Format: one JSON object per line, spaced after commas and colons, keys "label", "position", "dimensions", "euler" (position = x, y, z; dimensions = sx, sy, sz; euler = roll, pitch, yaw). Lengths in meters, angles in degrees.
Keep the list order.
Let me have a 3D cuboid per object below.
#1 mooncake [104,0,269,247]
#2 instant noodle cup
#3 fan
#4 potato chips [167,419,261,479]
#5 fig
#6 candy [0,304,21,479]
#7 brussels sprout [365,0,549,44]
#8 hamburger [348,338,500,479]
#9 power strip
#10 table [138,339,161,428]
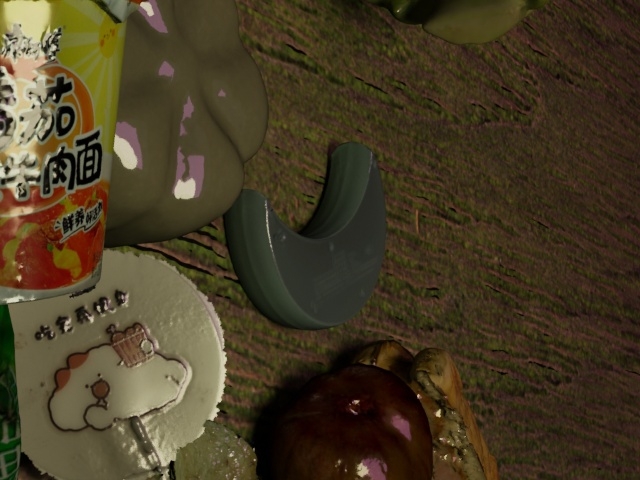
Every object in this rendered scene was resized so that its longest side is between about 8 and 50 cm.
{"label": "mooncake", "position": [-0.154, -0.126, 1.361], "dimensions": [0.275, 0.135, 0.275], "euler": [18, 68, -53]}
{"label": "instant noodle cup", "position": [-0.249, -0.068, 1.108], "dimensions": [0.264, 0.264, 0.200], "euler": [-11, 104, -58]}
{"label": "fan", "position": [-0.134, 0.159, 1.314], "dimensions": [0.191, 0.009, 0.329], "euler": [-25, 92, -18]}
{"label": "potato chips", "position": [-0.090, 0.238, 1.515], "dimensions": [0.209, 0.026, 0.142], "euler": [57, 44, -34]}
{"label": "fig", "position": [0.034, 0.259, 1.621], "dimensions": [0.170, 0.145, 0.274], "euler": [-41, 134, -51]}
{"label": "candy", "position": [-0.268, 0.132, 1.195], "dimensions": [0.141, 0.078, 0.203], "euler": [-15, 111, -47]}
{"label": "brussels sprout", "position": [0.160, -0.438, 1.702], "dimensions": [0.361, 0.342, 0.425], "euler": [-36, 127, -46]}
{"label": "hamburger", "position": [0.102, 0.198, 1.754], "dimensions": [0.131, 0.124, 0.262], "euler": [-88, 159, -53]}
{"label": "power strip", "position": [0.000, 0.000, 1.664], "dimensions": [0.253, 0.054, 0.167], "euler": [-25, 109, -56]}
{"label": "table", "position": [-0.151, 0.117, 1.372], "dimensions": [0.062, 0.083, 0.079], "euler": [4, 82, -58]}
